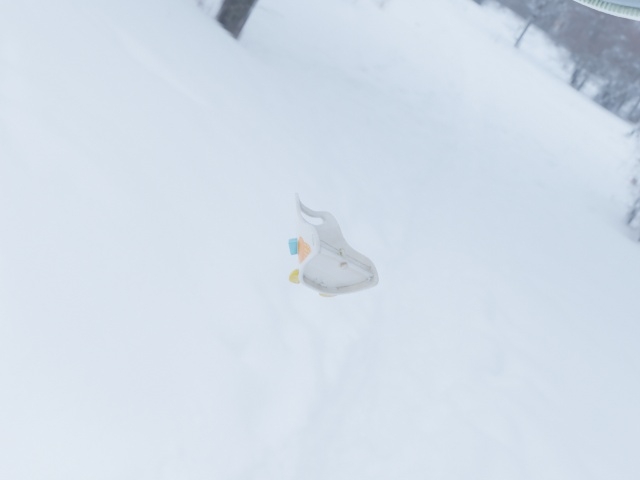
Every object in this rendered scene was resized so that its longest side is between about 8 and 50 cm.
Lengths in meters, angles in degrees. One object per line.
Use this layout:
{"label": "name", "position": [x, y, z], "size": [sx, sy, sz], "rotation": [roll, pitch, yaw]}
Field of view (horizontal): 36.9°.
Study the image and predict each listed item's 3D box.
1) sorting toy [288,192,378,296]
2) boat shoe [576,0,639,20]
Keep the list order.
{"label": "sorting toy", "position": [0.000, 0.000, 0.765], "size": [0.083, 0.045, 0.075], "rotation": [29, 39, -48]}
{"label": "boat shoe", "position": [0.084, -0.185, 0.412], "size": [0.099, 0.116, 0.319], "rotation": [4, 30, -49]}
